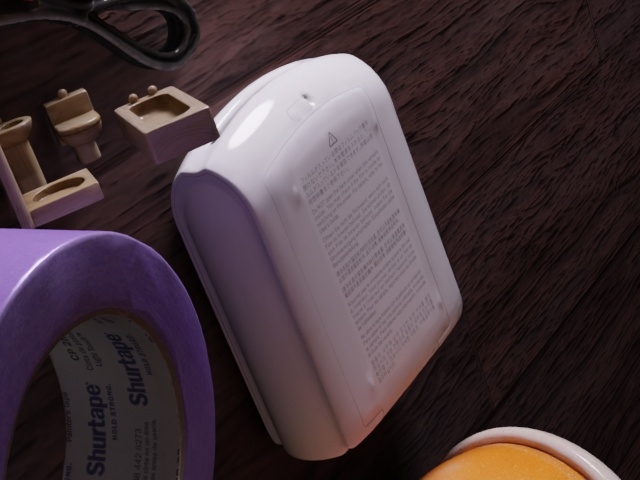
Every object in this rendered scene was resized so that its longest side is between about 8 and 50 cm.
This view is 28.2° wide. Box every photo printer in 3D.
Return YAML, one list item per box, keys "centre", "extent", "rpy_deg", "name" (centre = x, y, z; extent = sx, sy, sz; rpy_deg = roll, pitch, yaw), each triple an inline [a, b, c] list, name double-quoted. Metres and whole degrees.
- centre: [0.000, 0.000, 1.139]
  extent: [0.256, 0.107, 0.307]
  rpy_deg: [-46, 122, -44]
  name: "photo printer"

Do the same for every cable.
- centre: [-0.184, -0.183, 0.940]
  extent: [0.287, 0.072, 0.139]
  rpy_deg: [34, 67, -47]
  name: "cable"

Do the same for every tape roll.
- centre: [-0.159, 0.130, 0.723]
  extent: [0.275, 0.090, 0.275]
  rpy_deg: [1, 90, -68]
  name: "tape roll"

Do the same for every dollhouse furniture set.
- centre: [-0.170, -0.106, 0.894]
  extent: [0.151, 0.144, 0.123]
  rpy_deg: [-25, 111, -13]
  name: "dollhouse furniture set"

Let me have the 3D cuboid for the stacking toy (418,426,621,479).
- centre: [0.044, 0.363, 1.072]
  extent: [0.480, 0.350, 0.351]
  rpy_deg: [-5, 92, -36]
  name: "stacking toy"
